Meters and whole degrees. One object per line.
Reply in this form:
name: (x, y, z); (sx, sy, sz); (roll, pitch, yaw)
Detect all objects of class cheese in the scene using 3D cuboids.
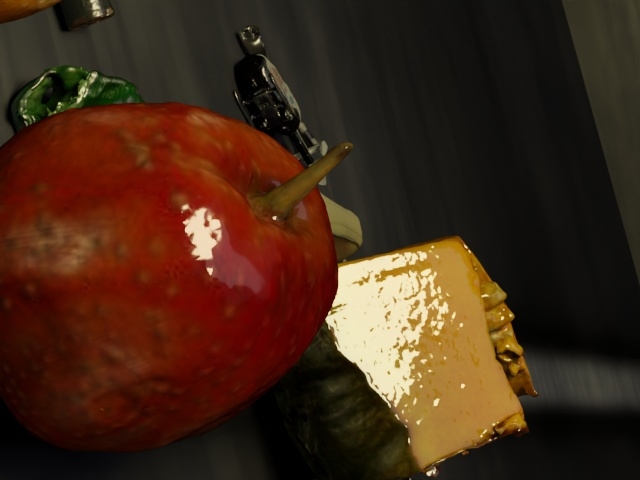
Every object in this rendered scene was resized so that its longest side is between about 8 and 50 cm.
cheese: (0.006, -0.001, 1.624); (0.171, 0.092, 0.048); (37, 50, -52)

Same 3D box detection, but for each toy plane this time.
toy plane: (-0.040, -0.139, 1.657); (0.197, 0.053, 0.078); (58, 21, -23)

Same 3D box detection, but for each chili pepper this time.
chili pepper: (-0.187, -0.087, 1.325); (0.216, 0.062, 0.108); (9, 74, -63)

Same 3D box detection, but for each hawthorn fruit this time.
hawthorn fruit: (-0.108, 0.009, 1.128); (0.287, 0.330, 0.287); (44, 29, -33)

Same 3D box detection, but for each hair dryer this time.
hair dryer: (-0.209, -0.292, 1.415); (0.195, 0.050, 0.173); (-32, 107, -68)

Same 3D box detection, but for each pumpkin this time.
pumpkin: (0.076, 0.119, 1.522); (0.303, 0.256, 0.225); (16, 57, -83)

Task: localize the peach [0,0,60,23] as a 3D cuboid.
peach: (-0.239, -0.285, 1.088); (0.238, 0.281, 0.281); (41, 42, -48)
